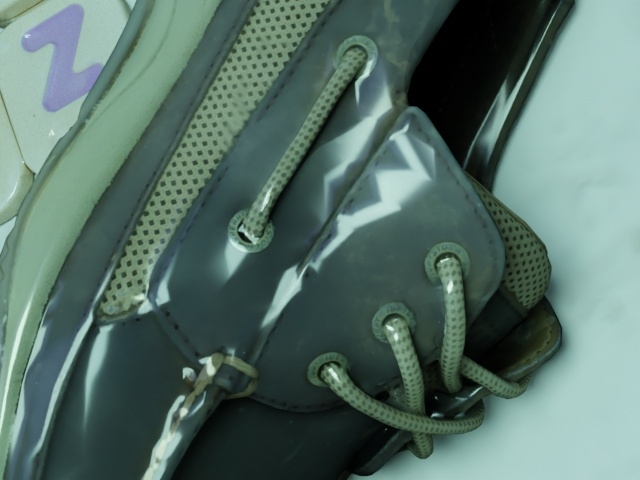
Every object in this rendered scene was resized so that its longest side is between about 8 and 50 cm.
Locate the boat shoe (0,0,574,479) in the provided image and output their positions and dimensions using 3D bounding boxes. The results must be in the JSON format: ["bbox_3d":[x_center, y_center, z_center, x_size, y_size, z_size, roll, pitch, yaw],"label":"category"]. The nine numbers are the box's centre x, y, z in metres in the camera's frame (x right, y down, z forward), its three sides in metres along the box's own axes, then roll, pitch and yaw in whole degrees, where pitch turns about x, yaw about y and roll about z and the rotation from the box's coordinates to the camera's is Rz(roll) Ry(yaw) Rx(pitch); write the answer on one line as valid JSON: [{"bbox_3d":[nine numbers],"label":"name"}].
[{"bbox_3d":[0.000,0.000,0.468,0.130,0.132,0.355,12,82,24],"label":"boat shoe"}]

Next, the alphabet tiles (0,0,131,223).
[{"bbox_3d":[-0.175,-0.122,0.635,0.284,0.021,0.278,-28,67,15],"label":"alphabet tiles"}]
